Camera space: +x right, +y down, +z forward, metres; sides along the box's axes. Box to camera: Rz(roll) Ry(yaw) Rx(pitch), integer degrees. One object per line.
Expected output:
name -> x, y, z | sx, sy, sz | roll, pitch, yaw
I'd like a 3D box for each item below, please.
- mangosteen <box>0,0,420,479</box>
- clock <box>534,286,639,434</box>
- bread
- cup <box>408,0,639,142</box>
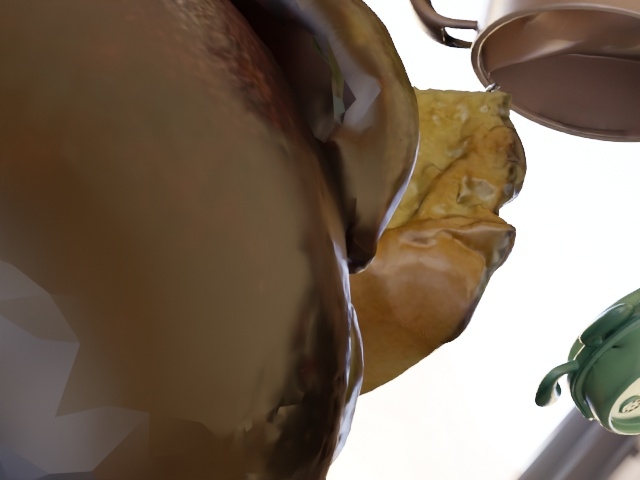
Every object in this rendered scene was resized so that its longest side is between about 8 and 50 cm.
mangosteen -> -0.084, 0.013, 0.408 | 0.210, 0.210, 0.210 | 42, -5, 4
clock -> 0.248, 0.086, 1.378 | 0.188, 0.148, 0.060 | -3, 52, -33
bread -> -0.002, -0.006, 1.119 | 0.133, 0.174, 0.251 | 33, -43, -24
cup -> 0.194, -0.208, 1.416 | 0.252, 0.200, 0.191 | 6, -25, 16
